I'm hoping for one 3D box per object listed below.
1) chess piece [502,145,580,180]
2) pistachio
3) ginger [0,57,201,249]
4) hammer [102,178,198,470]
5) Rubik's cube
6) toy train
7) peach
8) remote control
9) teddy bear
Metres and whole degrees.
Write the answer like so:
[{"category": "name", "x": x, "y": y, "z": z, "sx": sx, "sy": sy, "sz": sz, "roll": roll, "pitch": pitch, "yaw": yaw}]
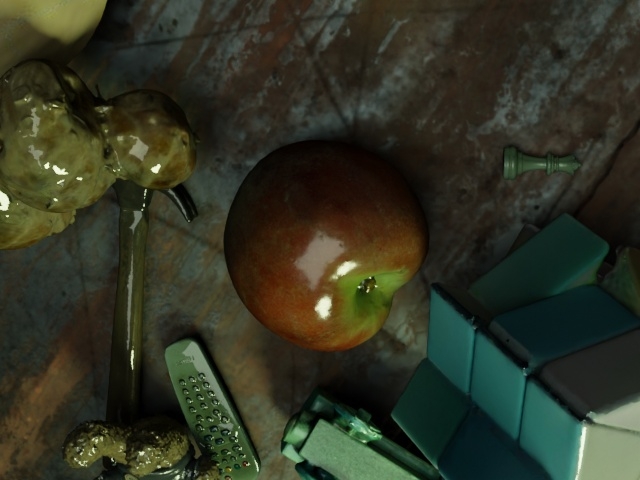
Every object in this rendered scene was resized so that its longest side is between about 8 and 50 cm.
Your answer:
[{"category": "chess piece", "x": 0.268, "y": -0.092, "z": 1.439, "sx": 0.093, "sy": 0.042, "sz": 0.042, "roll": 3, "pitch": 105, "yaw": 5}, {"category": "pistachio", "x": -0.404, "y": -0.292, "z": 1.441, "sx": 0.321, "sy": 0.229, "sz": 0.238, "roll": -33, "pitch": 130, "yaw": 12}, {"category": "ginger", "x": -0.349, "y": -0.088, "z": 1.445, "sx": 0.375, "sy": 0.256, "sz": 0.176, "roll": -25, "pitch": 59, "yaw": 24}, {"category": "hammer", "x": -0.261, "y": 0.107, "z": 1.605, "sx": 0.168, "sy": 0.044, "sz": 0.440, "roll": 10, "pitch": 107, "yaw": 11}, {"category": "Rubik's cube", "x": 0.304, "y": 0.190, "z": 1.340, "sx": 0.368, "sy": 0.387, "sz": 0.358, "roll": 15, "pitch": 111, "yaw": -39}, {"category": "toy train", "x": 0.086, "y": 0.301, "z": 1.507, "sx": 0.298, "sy": 0.194, "sz": 0.120, "roll": 33, "pitch": 88, "yaw": -2}, {"category": "peach", "x": 0.000, "y": 0.000, "z": 1.424, "sx": 0.252, "sy": 0.252, "sz": 0.253, "roll": 3, "pitch": 105, "yaw": 12}, {"category": "remote control", "x": -0.147, "y": 0.233, "z": 1.612, "sx": 0.072, "sy": 0.042, "sz": 0.222, "roll": -19, "pitch": 101, "yaw": 17}, {"category": "teddy bear", "x": -0.224, "y": 0.299, "z": 1.590, "sx": 0.181, "sy": 0.129, "sz": 0.251, "roll": 2, "pitch": 141, "yaw": 20}]
